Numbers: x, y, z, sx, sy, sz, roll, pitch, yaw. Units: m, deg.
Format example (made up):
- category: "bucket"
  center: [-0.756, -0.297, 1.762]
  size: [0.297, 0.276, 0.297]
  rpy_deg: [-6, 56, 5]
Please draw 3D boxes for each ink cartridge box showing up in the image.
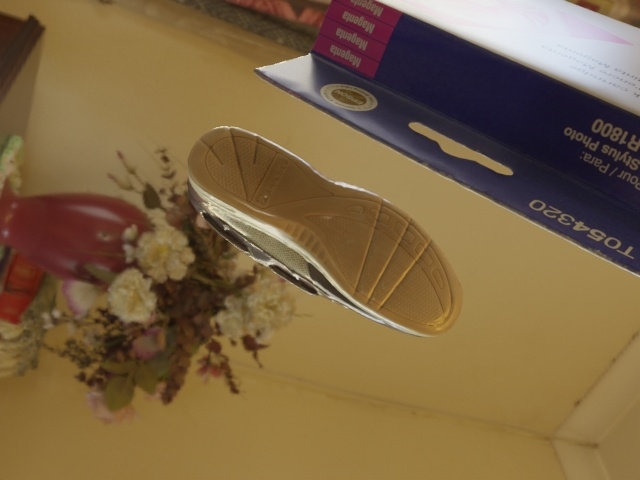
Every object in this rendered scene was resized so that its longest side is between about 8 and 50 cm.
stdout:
- category: "ink cartridge box"
  center: [0.175, -0.127, 0.602]
  size: [0.330, 0.324, 0.071]
  rpy_deg: [-29, 143, -48]

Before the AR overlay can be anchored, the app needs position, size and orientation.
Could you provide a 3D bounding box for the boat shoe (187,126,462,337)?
- category: "boat shoe"
  center: [0.000, 0.000, 0.715]
  size: [0.103, 0.285, 0.092]
  rpy_deg: [-62, -174, -25]
